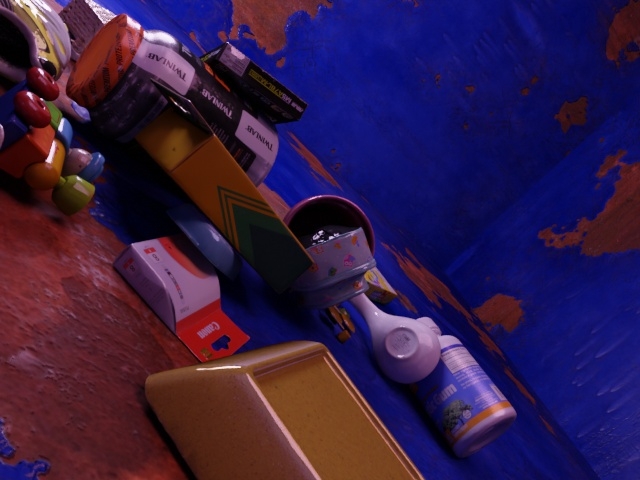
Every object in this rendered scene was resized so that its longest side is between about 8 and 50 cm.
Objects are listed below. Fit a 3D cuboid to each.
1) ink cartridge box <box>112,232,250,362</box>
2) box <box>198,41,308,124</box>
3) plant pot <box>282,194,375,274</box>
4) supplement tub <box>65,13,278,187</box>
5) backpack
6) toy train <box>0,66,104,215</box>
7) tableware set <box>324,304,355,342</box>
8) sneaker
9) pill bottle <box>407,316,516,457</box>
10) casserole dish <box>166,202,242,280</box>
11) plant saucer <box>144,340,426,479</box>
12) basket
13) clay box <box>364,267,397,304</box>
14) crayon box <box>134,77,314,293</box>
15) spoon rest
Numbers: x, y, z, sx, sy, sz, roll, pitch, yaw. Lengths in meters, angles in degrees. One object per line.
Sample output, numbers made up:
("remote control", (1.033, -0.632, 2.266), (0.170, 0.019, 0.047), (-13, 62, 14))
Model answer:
("ink cartridge box", (-0.165, 0.071, 0.716), (0.179, 0.045, 0.145), (44, 13, 4))
("box", (-0.141, -0.292, 1.052), (0.190, 0.045, 0.184), (32, -10, -29))
("plant pot", (0.000, 0.000, 1.193), (0.201, 0.201, 0.180), (43, -3, -12))
("supplement tub", (-0.253, -0.222, 0.977), (0.338, 0.207, 0.207), (35, 16, -42))
("backpack", (0.011, 0.046, 0.996), (0.188, 0.165, 0.145), (146, -75, -71))
("toy train", (-0.314, -0.081, 0.609), (0.143, 0.105, 0.248), (53, 5, -37))
("tableware set", (0.037, 0.162, 1.145), (0.104, 0.024, 0.154), (52, 8, -17))
("sneaker", (-0.502, -0.351, 0.717), (0.384, 0.145, 0.147), (34, 17, -40))
("pill bottle", (0.269, 0.301, 1.166), (0.152, 0.152, 0.272), (30, 19, -52))
("casserole dish", (-0.165, 0.001, 0.817), (0.114, 0.037, 0.188), (46, -7, 13))
("plant saucer", (0.005, 0.244, 0.624), (0.333, 0.081, 0.332), (51, 14, 16))
("basket", (-0.468, -0.430, 1.172), (0.113, 0.103, 0.167), (50, 12, 14))
("clay box", (0.122, 0.105, 1.540), (0.222, 0.053, 0.127), (26, 24, -55))
("crayon box", (-0.161, -0.080, 0.840), (0.203, 0.083, 0.323), (38, -13, 52))
("spoon rest", (0.142, 0.187, 1.179), (0.276, 0.137, 0.084), (48, -6, 34))
